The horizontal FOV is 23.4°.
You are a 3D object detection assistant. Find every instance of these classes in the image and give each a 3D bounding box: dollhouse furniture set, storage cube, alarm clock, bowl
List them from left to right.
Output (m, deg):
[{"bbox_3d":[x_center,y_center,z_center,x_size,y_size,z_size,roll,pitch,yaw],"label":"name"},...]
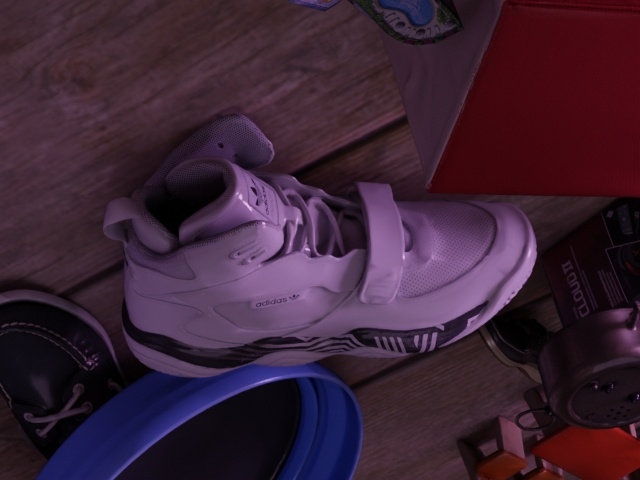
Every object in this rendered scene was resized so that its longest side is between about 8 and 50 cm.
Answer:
[{"bbox_3d":[-0.131,0.258,1.491,0.391,0.077,0.391,-30,144,-25],"label":"bowl"},{"bbox_3d":[0.170,-0.159,1.096,0.193,0.184,0.215,0,141,-16],"label":"storage cube"},{"bbox_3d":[0.254,0.131,1.416,0.129,0.064,0.192,23,134,-35],"label":"alarm clock"},{"bbox_3d":[0.329,0.245,1.697,0.262,0.135,0.259,-36,138,25],"label":"dollhouse furniture set"}]

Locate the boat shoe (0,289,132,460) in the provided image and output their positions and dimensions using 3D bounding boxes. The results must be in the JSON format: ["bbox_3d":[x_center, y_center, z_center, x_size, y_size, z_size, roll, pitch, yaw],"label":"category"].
[{"bbox_3d":[-0.227,0.152,1.432,0.114,0.091,0.302,-25,142,10],"label":"boat shoe"}]

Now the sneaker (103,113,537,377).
[{"bbox_3d":[0.000,0.000,1.276,0.365,0.137,0.210,-11,145,0],"label":"sneaker"}]

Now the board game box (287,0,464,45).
[{"bbox_3d":[0.010,-0.202,0.978,0.060,0.194,0.194,-30,139,19],"label":"board game box"}]

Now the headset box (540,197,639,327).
[{"bbox_3d":[0.370,0.028,1.455,0.218,0.110,0.293,25,128,-39],"label":"headset box"}]

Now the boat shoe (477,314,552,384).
[{"bbox_3d":[0.204,0.100,1.545,0.049,0.056,0.152,-35,148,18],"label":"boat shoe"}]
